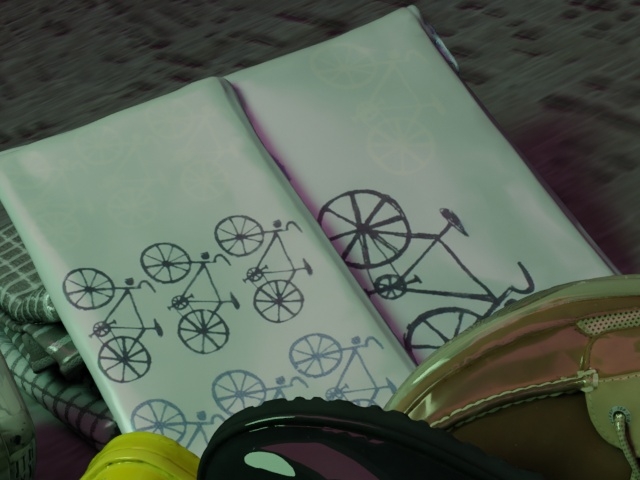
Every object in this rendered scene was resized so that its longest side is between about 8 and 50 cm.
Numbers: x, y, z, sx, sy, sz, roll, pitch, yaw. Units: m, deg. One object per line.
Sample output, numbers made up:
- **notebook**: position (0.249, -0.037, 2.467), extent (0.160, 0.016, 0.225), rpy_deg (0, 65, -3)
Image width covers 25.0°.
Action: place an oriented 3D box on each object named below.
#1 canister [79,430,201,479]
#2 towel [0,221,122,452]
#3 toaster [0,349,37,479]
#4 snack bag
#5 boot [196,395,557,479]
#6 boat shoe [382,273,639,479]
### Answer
- **canister**: position (-0.081, 0.189, 0.686), extent (0.073, 0.126, 0.170), rpy_deg (-46, 13, 33)
- **towel**: position (-0.110, 0.008, 1.051), extent (0.284, 0.121, 0.235), rpy_deg (-30, 28, -22)
- **toaster**: position (-0.255, 0.119, 0.847), extent (0.146, 0.129, 0.227), rpy_deg (-24, -16, -22)
- **snack bag**: position (0.000, 0.000, 0.913), extent (0.343, 0.037, 0.323), rpy_deg (-22, 56, -18)
- **boot**: position (0.036, 0.177, 0.606), extent (0.246, 0.094, 0.207), rpy_deg (17, 33, 9)
- **boat shoe**: position (0.182, 0.085, 0.726), extent (0.324, 0.123, 0.116), rpy_deg (-19, 28, 2)
